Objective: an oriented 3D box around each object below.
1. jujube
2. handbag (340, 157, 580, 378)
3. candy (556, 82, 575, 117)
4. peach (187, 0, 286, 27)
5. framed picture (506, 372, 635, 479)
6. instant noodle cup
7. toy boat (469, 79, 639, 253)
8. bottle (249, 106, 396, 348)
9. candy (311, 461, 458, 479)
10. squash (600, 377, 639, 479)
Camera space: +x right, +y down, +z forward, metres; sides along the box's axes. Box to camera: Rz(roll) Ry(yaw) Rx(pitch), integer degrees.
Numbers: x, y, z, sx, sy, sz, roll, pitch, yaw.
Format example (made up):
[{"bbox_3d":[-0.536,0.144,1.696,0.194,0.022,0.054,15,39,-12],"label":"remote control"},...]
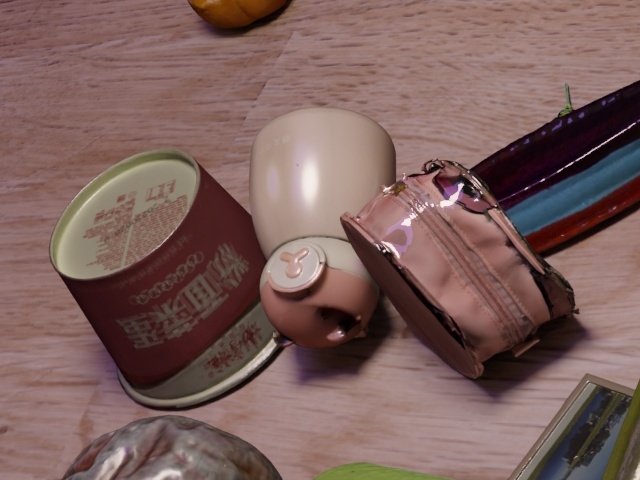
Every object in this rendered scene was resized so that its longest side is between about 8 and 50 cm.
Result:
[{"bbox_3d":[-0.151,0.300,1.646,0.226,0.226,0.317,-3,53,35],"label":"jujube"},{"bbox_3d":[0.123,0.023,1.751,0.116,0.205,0.179,-41,6,-7],"label":"handbag"},{"bbox_3d":[0.252,-0.138,1.974,0.083,0.023,0.025,-86,20,-55],"label":"candy"},{"bbox_3d":[-0.107,-0.333,2.369,0.138,0.138,0.138,-21,39,18],"label":"peach"},{"bbox_3d":[0.228,0.184,1.640,0.109,0.011,0.149,17,60,46],"label":"framed picture"},{"bbox_3d":[-0.155,0.030,1.963,0.235,0.178,0.235,-22,39,19],"label":"instant noodle cup"},{"bbox_3d":[0.250,-0.072,1.863,0.392,0.079,0.136,-28,38,13],"label":"toy boat"},{"bbox_3d":[0.000,0.000,1.887,0.147,0.147,0.236,-15,54,25],"label":"bottle"},{"bbox_3d":[0.097,0.264,1.515,0.142,0.132,0.343,-28,19,-31],"label":"candy"},{"bbox_3d":[0.268,0.195,1.534,0.094,0.094,0.341,1,51,38],"label":"squash"}]
